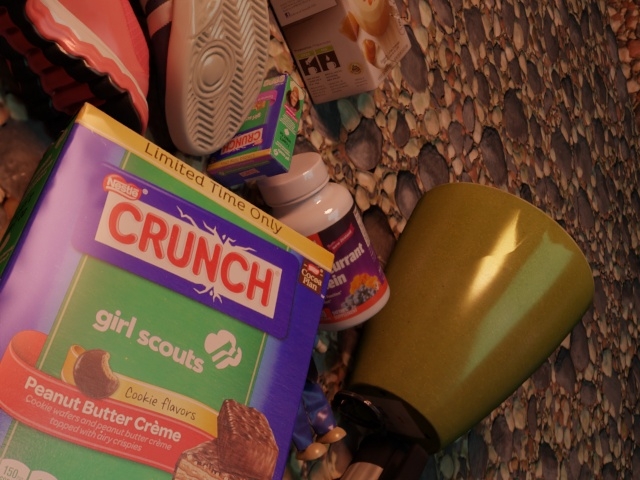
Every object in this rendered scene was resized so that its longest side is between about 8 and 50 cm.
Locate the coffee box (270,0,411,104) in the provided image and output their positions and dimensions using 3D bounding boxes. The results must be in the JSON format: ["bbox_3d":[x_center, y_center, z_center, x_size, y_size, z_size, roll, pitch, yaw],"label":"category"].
[{"bbox_3d":[0.011,-0.320,1.187,0.246,0.098,0.141,65,36,-25],"label":"coffee box"}]

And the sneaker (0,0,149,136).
[{"bbox_3d":[-0.245,-0.221,0.783,0.314,0.116,0.136,58,28,-43],"label":"sneaker"}]

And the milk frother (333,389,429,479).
[{"bbox_3d":[0.043,0.273,1.120,0.143,0.129,0.135,35,37,8],"label":"milk frother"}]

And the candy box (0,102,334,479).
[{"bbox_3d":[-0.148,0.096,0.753,0.268,0.122,0.317,31,53,-24],"label":"candy box"}]

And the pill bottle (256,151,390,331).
[{"bbox_3d":[0.000,0.000,1.087,0.108,0.108,0.193,-52,125,-49],"label":"pill bottle"}]

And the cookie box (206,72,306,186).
[{"bbox_3d":[-0.070,-0.120,1.022,0.040,0.092,0.107,38,52,-44],"label":"cookie box"}]

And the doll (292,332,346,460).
[{"bbox_3d":[-0.030,0.148,1.064,0.129,0.046,0.189,-29,101,-46],"label":"doll"}]

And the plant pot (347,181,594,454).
[{"bbox_3d":[0.169,0.123,1.218,0.293,0.275,0.275,-52,127,-29],"label":"plant pot"}]

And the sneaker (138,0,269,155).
[{"bbox_3d":[-0.144,-0.261,0.925,0.131,0.148,0.350,-27,128,-47],"label":"sneaker"}]
